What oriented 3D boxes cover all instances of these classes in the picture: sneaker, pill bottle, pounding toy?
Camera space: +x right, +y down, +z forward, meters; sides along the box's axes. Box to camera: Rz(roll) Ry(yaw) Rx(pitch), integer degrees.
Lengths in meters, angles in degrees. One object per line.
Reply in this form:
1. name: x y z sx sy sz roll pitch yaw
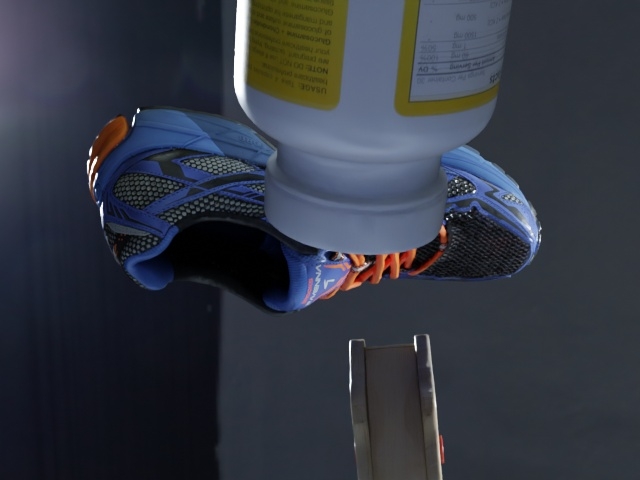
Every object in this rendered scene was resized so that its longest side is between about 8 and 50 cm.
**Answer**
1. sneaker: 0.000 0.000 0.502 0.221 0.083 0.087 4 45 -11
2. pill bottle: 0.020 -0.093 0.398 0.103 0.184 0.103 4 25 -2
3. pounding toy: 0.113 0.224 1.030 0.155 0.269 0.154 -5 12 5
